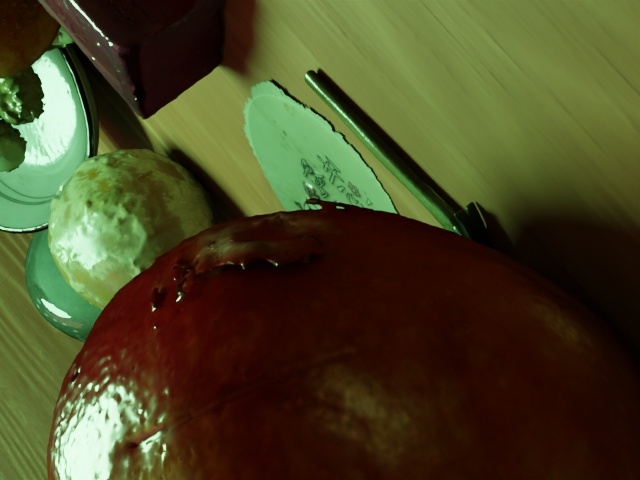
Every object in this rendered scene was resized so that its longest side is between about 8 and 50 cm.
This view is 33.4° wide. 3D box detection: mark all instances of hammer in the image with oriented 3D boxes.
[{"bbox_3d":[0.049,-0.054,0.722,0.182,0.017,0.062,48,163,17],"label":"hammer"}]

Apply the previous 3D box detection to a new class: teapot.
[{"bbox_3d":[-0.309,0.053,1.596,0.305,0.223,0.285,41,168,26],"label":"teapot"}]

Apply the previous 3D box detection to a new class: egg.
[{"bbox_3d":[-0.212,-0.006,1.228,0.233,0.195,0.195,48,164,35],"label":"egg"}]

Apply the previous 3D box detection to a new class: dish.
[{"bbox_3d":[-0.385,-0.171,1.375,0.316,0.106,0.317,10,110,28],"label":"dish"}]

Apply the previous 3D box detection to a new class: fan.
[{"bbox_3d":[-0.001,0.000,0.978,0.233,0.012,0.415,49,163,12],"label":"fan"}]

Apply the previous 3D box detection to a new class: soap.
[{"bbox_3d":[-0.188,-0.230,0.862,0.250,0.099,0.162,49,171,11],"label":"soap"}]

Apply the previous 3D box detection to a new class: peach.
[{"bbox_3d":[0.026,0.141,0.635,0.370,0.370,0.370,46,163,19],"label":"peach"}]

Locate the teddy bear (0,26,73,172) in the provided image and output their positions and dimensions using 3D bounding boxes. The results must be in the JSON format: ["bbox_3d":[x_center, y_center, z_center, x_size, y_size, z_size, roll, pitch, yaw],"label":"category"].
[{"bbox_3d":[-0.403,-0.229,1.215,0.267,0.156,0.256,35,128,-27],"label":"teddy bear"}]

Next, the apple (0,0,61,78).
[{"bbox_3d":[-0.338,-0.267,0.992,0.235,0.210,0.173,42,162,-18],"label":"apple"}]
